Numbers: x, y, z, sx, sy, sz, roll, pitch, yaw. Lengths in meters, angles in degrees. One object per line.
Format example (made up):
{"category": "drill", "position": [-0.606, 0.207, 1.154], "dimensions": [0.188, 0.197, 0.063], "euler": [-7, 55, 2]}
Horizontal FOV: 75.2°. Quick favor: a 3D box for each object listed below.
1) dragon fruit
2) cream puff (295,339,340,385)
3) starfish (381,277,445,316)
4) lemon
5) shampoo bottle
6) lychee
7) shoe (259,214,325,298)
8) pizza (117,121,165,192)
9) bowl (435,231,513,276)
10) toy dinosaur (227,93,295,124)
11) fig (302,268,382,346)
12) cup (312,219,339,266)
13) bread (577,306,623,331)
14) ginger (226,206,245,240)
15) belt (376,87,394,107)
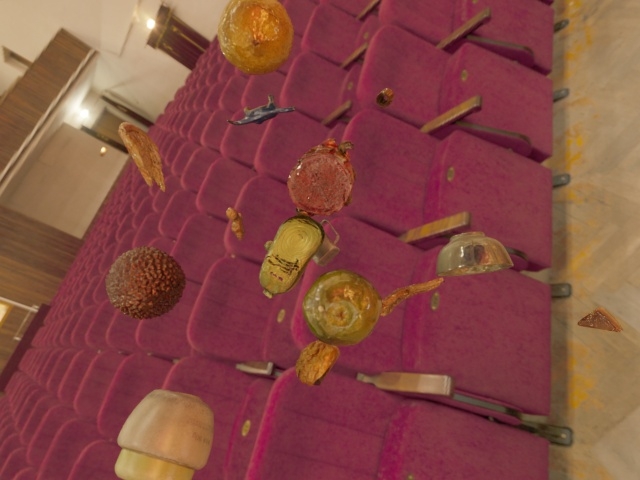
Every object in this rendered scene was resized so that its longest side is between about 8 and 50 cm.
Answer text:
{"category": "dragon fruit", "position": [0.020, -0.195, 1.278], "dimensions": [0.282, 0.211, 0.147], "euler": [-54, 9, 24]}
{"category": "cream puff", "position": [-0.017, 0.450, 1.548], "dimensions": [0.189, 0.129, 0.189], "euler": [-50, -14, -18]}
{"category": "starfish", "position": [0.288, 0.188, 1.440], "dimensions": [0.302, 0.299, 0.060], "euler": [-24, 70, -3]}
{"category": "lemon", "position": [-0.226, -0.725, 1.464], "dimensions": [0.293, 0.293, 0.293], "euler": [-42, 31, 33]}
{"category": "shampoo bottle", "position": [-0.549, 0.711, 1.498], "dimensions": [0.322, 0.322, 0.317], "euler": [-25, 39, 50]}
{"category": "lychee", "position": [-0.572, 0.148, 1.352], "dimensions": [0.271, 0.271, 0.271], "euler": [-42, 31, 33]}
{"category": "shoe", "position": [-0.097, 0.042, 1.211], "dimensions": [0.262, 0.140, 0.128], "euler": [-62, 9, -27]}
{"category": "pizza", "position": [-0.531, -0.257, 1.256], "dimensions": [0.034, 0.181, 0.262], "euler": [-30, 64, 4]}
{"category": "bowl", "position": [0.584, 0.050, 1.619], "dimensions": [0.289, 0.289, 0.146], "euler": [-22, 70, 52]}
{"category": "toy dinosaur", "position": [-0.215, -0.449, 1.496], "dimensions": [0.247, 0.075, 0.188], "euler": [-22, 34, -1]}
{"category": "fig", "position": [0.082, 0.177, 1.231], "dimensions": [0.233, 0.233, 0.314], "euler": [-44, -7, 30]}
{"category": "cup", "position": [0.000, 0.000, 1.398], "dimensions": [0.128, 0.095, 0.129], "euler": [-44, 70, 7]}
{"category": "bread", "position": [0.783, 0.218, 1.163], "dimensions": [0.109, 0.043, 0.062], "euler": [4, 99, 55]}
{"category": "ginger", "position": [-0.405, -0.082, 2.003], "dimensions": [0.214, 0.059, 0.133], "euler": [83, 180, -76]}
{"category": "belt", "position": [0.250, -0.547, 1.595], "dimensions": [0.036, 0.059, 0.083], "euler": [-46, 5, -18]}
